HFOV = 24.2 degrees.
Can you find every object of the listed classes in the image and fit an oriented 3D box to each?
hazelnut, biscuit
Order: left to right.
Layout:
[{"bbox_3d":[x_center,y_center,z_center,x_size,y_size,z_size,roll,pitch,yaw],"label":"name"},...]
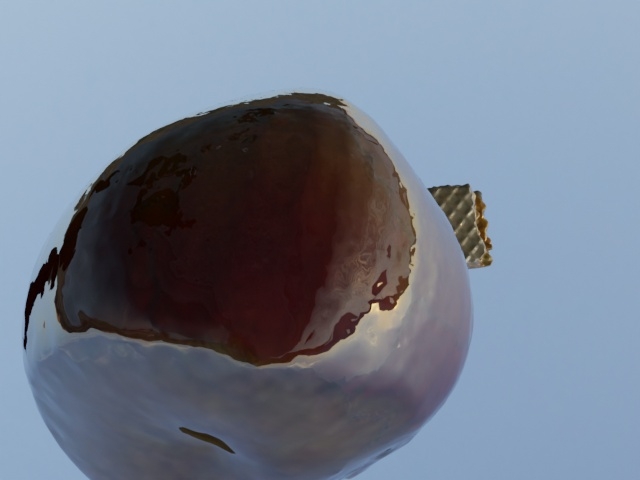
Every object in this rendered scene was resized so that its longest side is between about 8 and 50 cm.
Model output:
[{"bbox_3d":[-0.058,0.057,1.261,0.359,0.359,0.409,-40,-177,-33],"label":"hazelnut"},{"bbox_3d":[0.000,0.000,1.564,0.379,0.094,0.054,-4,170,-11],"label":"biscuit"}]
